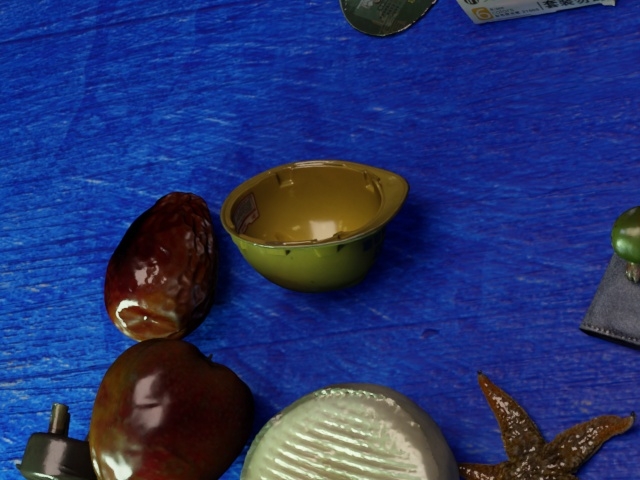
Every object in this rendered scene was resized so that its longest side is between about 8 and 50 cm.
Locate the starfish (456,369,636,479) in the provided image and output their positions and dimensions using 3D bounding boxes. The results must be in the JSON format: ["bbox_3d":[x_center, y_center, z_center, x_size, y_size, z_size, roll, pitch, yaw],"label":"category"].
[{"bbox_3d":[0.272,0.246,1.787,0.247,0.050,0.138,13,73,31],"label":"starfish"}]

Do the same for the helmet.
[{"bbox_3d":[0.000,0.000,2.037,0.257,0.140,0.205,6,38,26],"label":"helmet"}]

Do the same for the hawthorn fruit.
[{"bbox_3d":[-0.200,0.255,1.995,0.208,0.208,0.248,8,67,37],"label":"hawthorn fruit"}]

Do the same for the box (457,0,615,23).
[{"bbox_3d":[0.302,-0.441,2.093,0.221,0.091,0.273,-3,65,32],"label":"box"}]

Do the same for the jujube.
[{"bbox_3d":[-0.216,0.033,2.159,0.168,0.168,0.236,-18,40,26],"label":"jujube"}]

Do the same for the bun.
[{"bbox_3d":[0.046,0.306,1.842,0.287,0.146,0.287,-7,77,33],"label":"bun"}]

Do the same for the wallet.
[{"bbox_3d":[0.423,0.063,1.786,0.222,0.036,0.167,16,77,40],"label":"wallet"}]

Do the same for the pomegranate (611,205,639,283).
[{"bbox_3d":[0.373,0.001,1.795,0.073,0.084,0.073,-8,41,7],"label":"pomegranate"}]

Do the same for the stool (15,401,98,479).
[{"bbox_3d":[-0.315,0.299,2.106,0.217,0.125,0.121,10,70,27],"label":"stool"}]

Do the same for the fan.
[{"bbox_3d":[0.103,-0.430,2.273,0.223,0.012,0.294,-37,52,13],"label":"fan"}]
